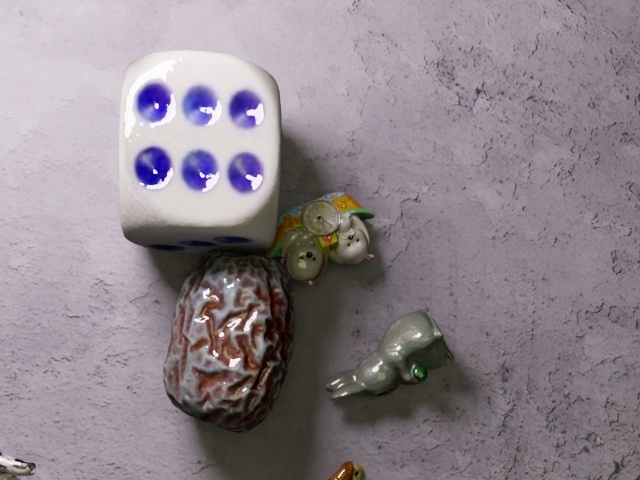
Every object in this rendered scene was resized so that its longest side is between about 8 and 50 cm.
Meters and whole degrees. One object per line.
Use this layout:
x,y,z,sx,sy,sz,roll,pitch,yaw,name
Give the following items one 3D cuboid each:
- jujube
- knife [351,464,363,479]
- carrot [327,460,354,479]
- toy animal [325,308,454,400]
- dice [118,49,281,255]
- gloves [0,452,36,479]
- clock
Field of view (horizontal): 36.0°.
-0.155,0.170,1.726,0.226,0.226,0.316,13,84,-5,jujube
0.056,0.539,1.794,0.046,0.022,0.256,11,80,-8,knife
0.003,0.489,1.780,0.061,0.061,0.209,32,76,-1,carrot
0.128,0.228,1.823,0.236,0.108,0.138,-33,43,10,toy animal
-0.211,-0.141,1.725,0.277,0.304,0.304,4,80,-5,dice
-0.571,0.428,1.697,0.212,0.111,0.127,28,55,1,gloves
0.000,0.000,1.831,0.231,0.103,0.144,-22,76,-11,clock
